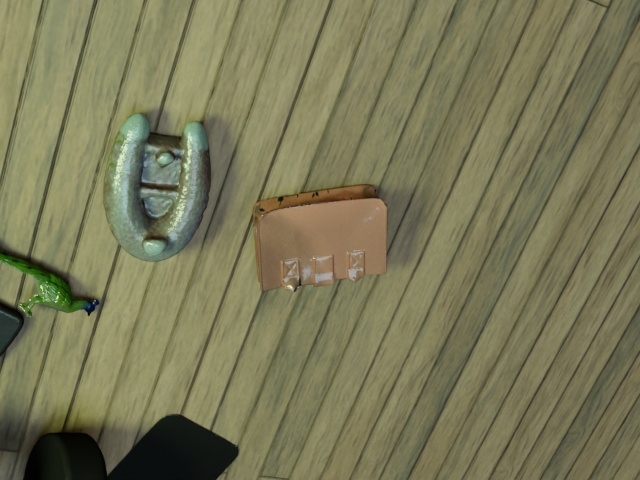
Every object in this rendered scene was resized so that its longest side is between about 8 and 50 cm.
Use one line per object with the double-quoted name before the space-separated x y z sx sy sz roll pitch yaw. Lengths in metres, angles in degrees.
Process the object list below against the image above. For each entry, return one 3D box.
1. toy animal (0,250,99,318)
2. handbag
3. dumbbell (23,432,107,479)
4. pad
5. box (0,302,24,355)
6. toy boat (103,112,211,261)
"toy animal" -0.441 0.069 1.249 0.217 0.041 0.075 37 83 -27
"handbag" 0.000 0.000 1.338 0.212 0.059 0.157 -8 118 -11
"dumbbell" -0.510 0.394 1.269 0.322 0.204 0.204 11 114 -38
"pad" -0.290 0.436 1.512 0.181 0.004 0.267 37 101 -29
"box" -0.536 0.137 1.271 0.125 0.027 0.126 35 102 -31
"toy boat" -0.237 -0.069 1.215 0.155 0.085 0.227 5 115 -20
